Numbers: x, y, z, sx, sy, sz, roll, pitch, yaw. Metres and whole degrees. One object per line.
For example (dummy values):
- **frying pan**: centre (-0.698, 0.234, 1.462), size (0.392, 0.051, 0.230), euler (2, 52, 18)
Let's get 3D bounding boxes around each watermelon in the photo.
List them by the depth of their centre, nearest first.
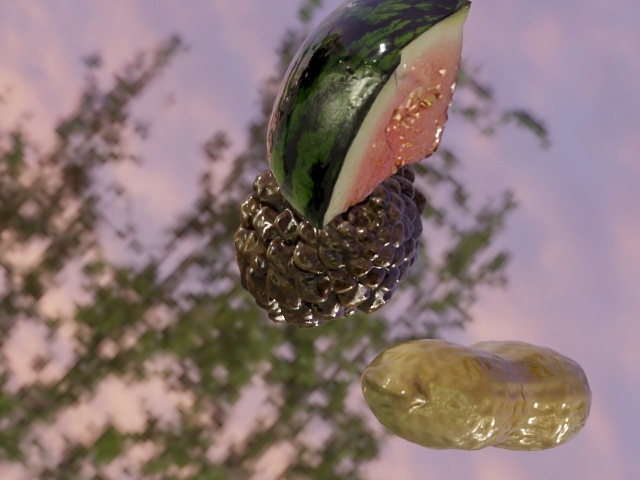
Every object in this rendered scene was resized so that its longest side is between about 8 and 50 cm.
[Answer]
- **watermelon**: centre (0.017, -0.099, 1.353), size (0.193, 0.145, 0.137), euler (-20, -79, 54)

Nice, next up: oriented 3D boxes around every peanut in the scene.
- **peanut**: centre (0.140, 0.138, 1.647), size (0.117, 0.101, 0.263), euler (-1, -3, 42)

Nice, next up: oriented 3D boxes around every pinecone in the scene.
- **pinecone**: centre (0.005, 0.000, 1.833), size (0.184, 0.179, 0.204), euler (6, -21, -10)
